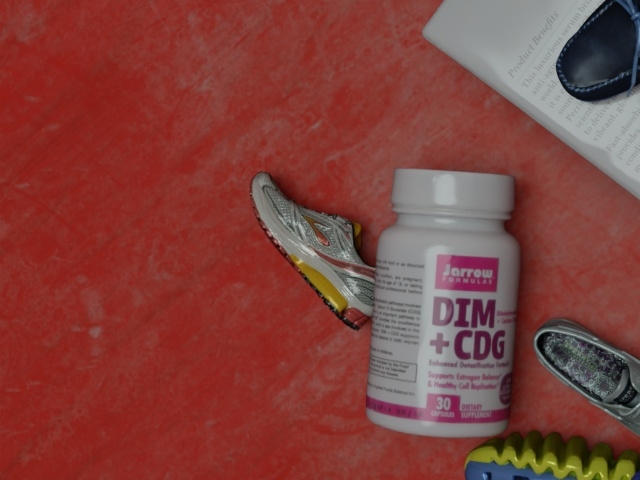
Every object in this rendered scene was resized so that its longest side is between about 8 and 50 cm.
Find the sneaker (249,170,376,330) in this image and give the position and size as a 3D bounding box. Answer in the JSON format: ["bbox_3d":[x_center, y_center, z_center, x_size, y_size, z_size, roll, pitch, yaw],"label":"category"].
[{"bbox_3d":[0.000,0.000,1.616,0.093,0.088,0.225,-42,75,-3],"label":"sneaker"}]

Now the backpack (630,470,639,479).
[{"bbox_3d":[0.354,0.276,1.342,0.120,0.101,0.098,20,95,13],"label":"backpack"}]

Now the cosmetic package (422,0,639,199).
[{"bbox_3d":[0.359,-0.168,1.410,0.453,0.161,0.230,41,105,17],"label":"cosmetic package"}]

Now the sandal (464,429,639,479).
[{"bbox_3d":[0.304,0.289,1.466,0.317,0.126,0.138,11,99,23],"label":"sandal"}]

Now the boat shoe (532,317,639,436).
[{"bbox_3d":[0.325,0.161,1.473,0.227,0.081,0.079,32,103,19],"label":"boat shoe"}]

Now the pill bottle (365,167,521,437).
[{"bbox_3d":[0.137,0.065,1.506,0.160,0.160,0.283,4,92,22],"label":"pill bottle"}]

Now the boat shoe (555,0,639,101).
[{"bbox_3d":[0.325,-0.232,1.288,0.258,0.089,0.109,-42,75,17],"label":"boat shoe"}]
